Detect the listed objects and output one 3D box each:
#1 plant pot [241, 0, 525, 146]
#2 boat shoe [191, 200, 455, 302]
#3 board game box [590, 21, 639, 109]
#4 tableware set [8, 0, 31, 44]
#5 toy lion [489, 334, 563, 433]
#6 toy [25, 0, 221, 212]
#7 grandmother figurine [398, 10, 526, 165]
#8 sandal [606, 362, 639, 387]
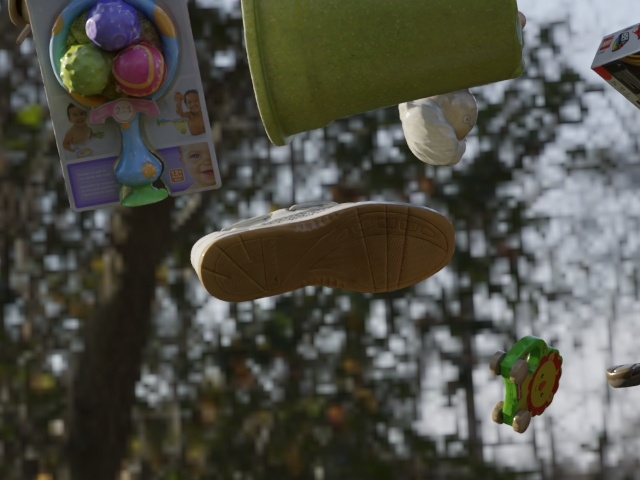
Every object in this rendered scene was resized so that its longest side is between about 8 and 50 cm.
[{"bbox_3d":[0.069,-0.239,1.864,0.254,0.276,0.276,-4,-9,9],"label":"plant pot"},{"bbox_3d":[0.000,0.000,1.965,0.277,0.098,0.096,-4,17,-17],"label":"boat shoe"},{"bbox_3d":[0.464,-0.138,2.040,0.305,0.053,0.193,36,-26,-21],"label":"board game box"},{"bbox_3d":[-0.325,-0.339,2.320,0.039,0.194,0.128,16,-33,13],"label":"tableware set"},{"bbox_3d":[0.204,0.132,1.832,0.034,0.100,0.096,20,44,33],"label":"toy lion"},{"bbox_3d":[-0.173,-0.140,1.623,0.137,0.237,0.056,-9,20,3],"label":"toy"},{"bbox_3d":[0.178,-0.249,2.145,0.208,0.342,0.104,17,4,-45],"label":"grandmother figurine"},{"bbox_3d":[0.438,0.169,2.249,0.219,0.060,0.090,-3,-7,-32],"label":"sandal"}]
